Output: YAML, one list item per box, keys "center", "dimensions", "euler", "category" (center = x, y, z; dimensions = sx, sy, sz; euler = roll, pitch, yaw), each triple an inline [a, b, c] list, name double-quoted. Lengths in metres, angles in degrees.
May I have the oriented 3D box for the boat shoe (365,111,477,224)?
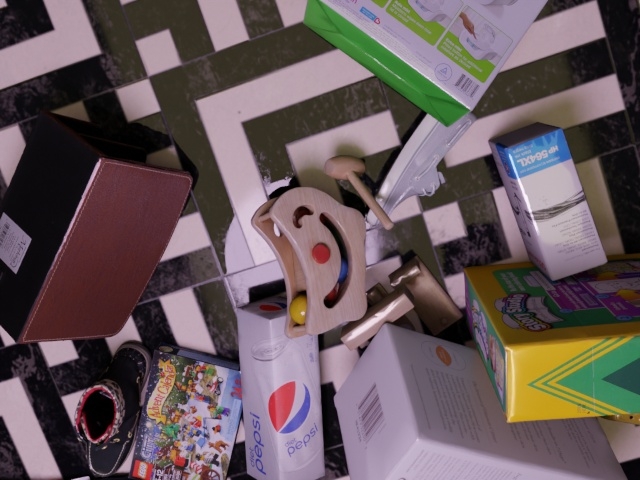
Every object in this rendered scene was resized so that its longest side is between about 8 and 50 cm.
- center: [0.152, -0.108, 1.155]
  dimensions: [0.081, 0.079, 0.227]
  euler: [33, 98, 1]
  category: "boat shoe"

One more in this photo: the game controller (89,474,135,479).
- center: [-0.324, 0.554, 1.337]
  dimensions: [0.167, 0.067, 0.319]
  euler: [-2, 102, -11]
  category: "game controller"

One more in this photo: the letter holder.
- center: [-0.357, -0.013, 1.182]
  dimensions: [0.152, 0.214, 0.301]
  euler: [35, 104, 28]
  category: "letter holder"

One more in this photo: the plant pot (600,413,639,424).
- center: [0.474, 0.246, 1.208]
  dimensions: [0.081, 0.083, 0.081]
  euler: [10, 103, 1]
  category: "plant pot"

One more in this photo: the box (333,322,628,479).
- center: [0.219, 0.284, 1.097]
  dimensions: [0.345, 0.215, 0.168]
  euler: [18, 121, -20]
  category: "box"

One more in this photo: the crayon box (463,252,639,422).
- center: [0.373, 0.114, 1.043]
  dimensions: [0.313, 0.363, 0.106]
  euler: [-6, 102, 5]
  category: "crayon box"

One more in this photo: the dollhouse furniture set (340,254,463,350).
- center: [0.127, 0.129, 1.169]
  dimensions: [0.144, 0.151, 0.123]
  euler: [-37, 98, 12]
  category: "dollhouse furniture set"

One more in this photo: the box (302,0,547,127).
- center: [0.149, -0.330, 1.056]
  dimensions: [0.262, 0.127, 0.231]
  euler: [34, 84, -4]
  category: "box"

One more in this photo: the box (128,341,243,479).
- center: [-0.213, 0.298, 1.276]
  dimensions: [0.159, 0.044, 0.233]
  euler: [13, 102, 0]
  category: "box"

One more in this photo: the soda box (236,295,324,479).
- center: [-0.062, 0.239, 1.213]
  dimensions: [0.091, 0.098, 0.286]
  euler: [-12, 105, -38]
  category: "soda box"

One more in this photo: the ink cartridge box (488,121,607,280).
- center: [0.324, -0.059, 1.120]
  dimensions: [0.086, 0.148, 0.203]
  euler: [-20, 99, 6]
  category: "ink cartridge box"

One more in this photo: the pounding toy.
- center: [0.000, 0.000, 1.104]
  dimensions: [0.154, 0.155, 0.269]
  euler: [6, 77, -28]
  category: "pounding toy"

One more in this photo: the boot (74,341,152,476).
- center: [-0.340, 0.291, 1.213]
  dimensions: [0.085, 0.178, 0.236]
  euler: [18, 101, -1]
  category: "boot"

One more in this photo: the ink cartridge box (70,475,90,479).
- center: [-0.506, 0.502, 1.331]
  dimensions: [0.232, 0.066, 0.189]
  euler: [-10, 105, -21]
  category: "ink cartridge box"
